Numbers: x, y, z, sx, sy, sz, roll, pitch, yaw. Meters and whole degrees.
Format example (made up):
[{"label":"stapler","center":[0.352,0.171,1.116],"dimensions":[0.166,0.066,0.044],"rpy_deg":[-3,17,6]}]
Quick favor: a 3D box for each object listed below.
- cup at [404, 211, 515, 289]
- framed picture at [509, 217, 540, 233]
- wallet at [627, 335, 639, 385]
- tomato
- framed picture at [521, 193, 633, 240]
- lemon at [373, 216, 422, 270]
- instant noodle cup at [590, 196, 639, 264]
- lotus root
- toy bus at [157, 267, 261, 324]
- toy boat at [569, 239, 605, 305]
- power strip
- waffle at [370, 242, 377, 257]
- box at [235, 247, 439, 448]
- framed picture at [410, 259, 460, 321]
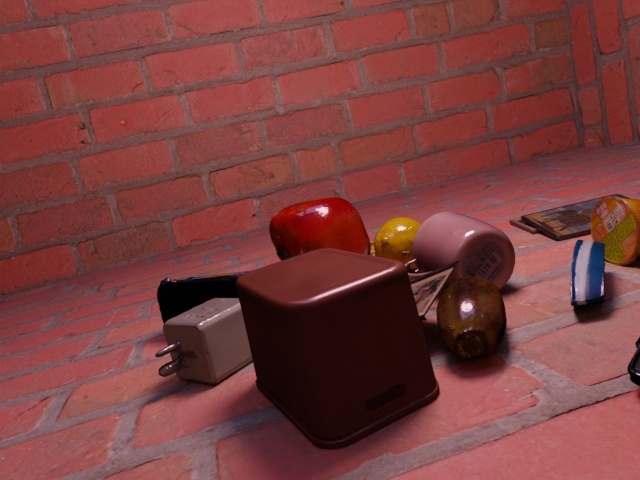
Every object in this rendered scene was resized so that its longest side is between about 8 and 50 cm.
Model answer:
[{"label":"cup","center":[0.327,0.047,1.249],"dimensions":[0.253,0.191,0.200],"rpy_deg":[-23,15,-8]},{"label":"framed picture","center":[0.829,-0.078,1.742],"dimensions":[0.289,0.020,0.211],"rpy_deg":[-12,11,3]},{"label":"wallet","center":[0.579,0.152,0.754],"dimensions":[0.172,0.045,0.318],"rpy_deg":[1,17,43]},{"label":"tomato","center":[0.000,0.000,1.644],"dimensions":[0.290,0.293,0.325],"rpy_deg":[-29,6,-19]},{"label":"framed picture","center":[0.863,-0.079,1.626],"dimensions":[0.347,0.016,0.265],"rpy_deg":[-12,17,2]},{"label":"lemon","center":[0.252,0.012,1.557],"dimensions":[0.173,0.173,0.206],"rpy_deg":[-10,-5,17]},{"label":"instant noodle cup","center":[0.788,-0.032,1.223],"dimensions":[0.185,0.168,0.168],"rpy_deg":[-7,10,-7]},{"label":"lotus root","center":[0.288,0.140,0.966],"dimensions":[0.124,0.123,0.241],"rpy_deg":[-20,4,21]},{"label":"toy bus","center":[-0.249,0.158,1.402],"dimensions":[0.386,0.171,0.162],"rpy_deg":[-7,9,28]},{"label":"toy boat","center":[0.566,0.072,1.072],"dimensions":[0.061,0.096,0.299],"rpy_deg":[3,19,29]},{"label":"power strip","center":[-0.253,0.226,1.116],"dimensions":[0.140,0.139,0.224],"rpy_deg":[-4,13,38]},{"label":"waffle","center":[0.240,0.031,1.790],"dimensions":[0.291,0.051,0.291],"rpy_deg":[-10,10,2]},{"label":"box","center":[0.010,0.159,0.907],"dimensions":[0.239,0.229,0.339],"rpy_deg":[-18,11,-24]},{"label":"framed picture","center":[0.190,0.127,1.076],"dimensions":[0.199,0.010,0.195],"rpy_deg":[-31,10,48]}]
